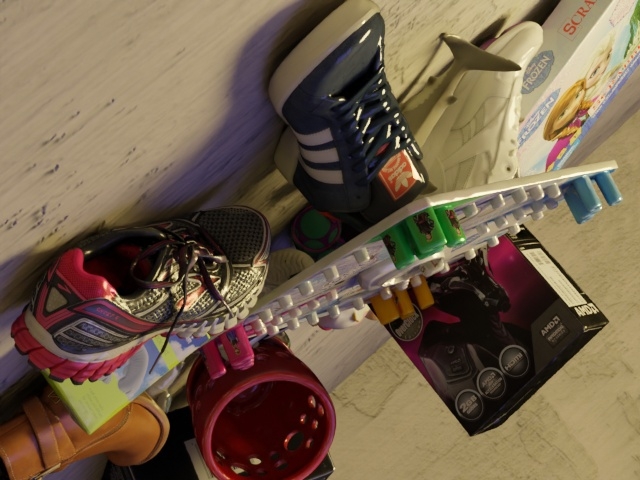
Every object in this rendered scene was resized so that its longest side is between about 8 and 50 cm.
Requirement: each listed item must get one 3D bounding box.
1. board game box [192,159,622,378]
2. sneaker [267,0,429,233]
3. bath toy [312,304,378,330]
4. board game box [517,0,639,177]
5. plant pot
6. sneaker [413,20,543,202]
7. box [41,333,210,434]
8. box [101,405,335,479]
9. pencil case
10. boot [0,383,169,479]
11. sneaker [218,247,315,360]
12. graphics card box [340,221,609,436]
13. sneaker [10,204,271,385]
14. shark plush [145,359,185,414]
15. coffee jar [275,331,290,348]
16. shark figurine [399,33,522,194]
[{"bbox_3d":[0.104,0.034,1.384,0.390,0.050,0.390,-13,165,-47],"label":"board game box"},{"bbox_3d":[0.042,-0.103,1.154,0.131,0.148,0.350,-42,169,-10],"label":"sneaker"},{"bbox_3d":[0.056,0.070,1.946,0.348,0.129,0.151,-24,113,-65],"label":"bath toy"},{"bbox_3d":[0.364,-0.236,1.772,0.319,0.066,0.318,-54,158,8],"label":"board game box"},{"bbox_3d":[-0.095,0.229,1.696,0.191,0.191,0.174,-44,-148,1],"label":"plant pot"},{"bbox_3d":[0.214,-0.137,1.564,0.305,0.152,0.114,-57,174,-1],"label":"sneaker"},{"bbox_3d":[-0.191,0.096,1.208,0.178,0.042,0.109,-39,128,-21],"label":"box"},{"bbox_3d":[-0.170,0.376,1.896,0.296,0.183,0.294,-16,158,-24],"label":"box"},{"bbox_3d":[0.000,0.000,1.607,0.070,0.064,0.152,-26,168,-3],"label":"pencil case"},{"bbox_3d":[-0.272,0.221,1.337,0.220,0.109,0.283,-39,166,-32],"label":"boot"},{"bbox_3d":[-0.045,0.061,1.603,0.153,0.094,0.235,-35,166,-44],"label":"sneaker"},{"bbox_3d":[0.183,0.052,1.656,0.233,0.371,0.094,-48,158,26],"label":"graphics card box"},{"bbox_3d":[-0.136,0.030,1.098,0.299,0.121,0.112,-30,159,-52],"label":"sneaker"},{"bbox_3d":[-0.203,0.147,1.545,0.161,0.073,0.067,-65,-172,3],"label":"shark plush"},{"bbox_3d":[-0.101,0.190,1.920,0.096,0.079,0.184,-40,169,-16],"label":"coffee jar"},{"bbox_3d":[0.118,-0.120,1.465,0.278,0.116,0.166,-42,171,3],"label":"shark figurine"}]
